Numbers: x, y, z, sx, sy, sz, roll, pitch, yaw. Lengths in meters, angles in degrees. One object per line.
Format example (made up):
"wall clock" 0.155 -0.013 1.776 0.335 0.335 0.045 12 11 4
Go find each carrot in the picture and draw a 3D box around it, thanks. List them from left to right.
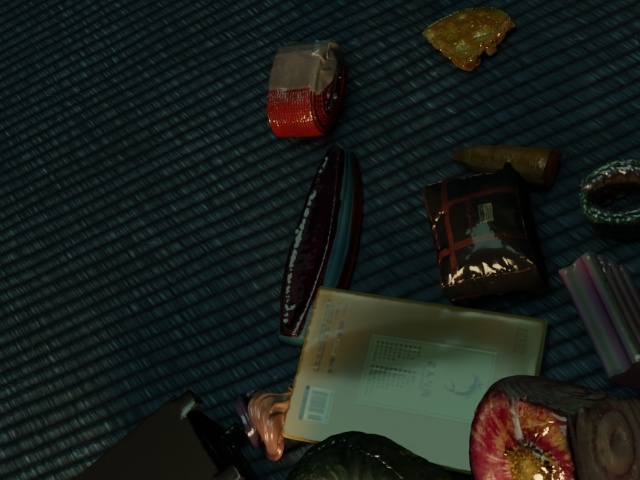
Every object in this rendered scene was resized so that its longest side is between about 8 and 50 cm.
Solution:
"carrot" 0.313 -0.136 1.858 0.205 0.072 0.072 13 71 39

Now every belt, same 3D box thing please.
"belt" -0.018 -0.294 2.068 0.124 0.128 0.201 1 68 27

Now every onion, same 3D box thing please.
"onion" 0.327 0.313 1.507 0.230 0.272 0.256 -11 61 40

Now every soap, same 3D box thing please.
"soap" 0.443 0.120 1.604 0.065 0.122 0.203 -41 48 29

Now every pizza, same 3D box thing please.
"pizza" 0.272 -0.373 2.012 0.175 0.046 0.134 3 65 29

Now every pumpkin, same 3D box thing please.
"pumpkin" 0.083 0.433 1.544 0.327 0.257 0.291 14 66 27

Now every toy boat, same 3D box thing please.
"toy boat" 0.000 0.000 1.940 0.136 0.079 0.392 4 69 27

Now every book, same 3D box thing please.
"book" 0.150 0.221 1.714 0.389 0.032 0.269 9 69 18

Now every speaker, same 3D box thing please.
"speaker" -0.223 0.417 1.756 0.254 0.184 0.232 -40 51 1

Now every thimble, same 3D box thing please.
"thimble" 0.484 -0.062 1.705 0.135 0.090 0.118 -12 59 22

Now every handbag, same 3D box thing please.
"handbag" 0.263 -0.007 1.750 0.169 0.155 0.215 -19 58 21

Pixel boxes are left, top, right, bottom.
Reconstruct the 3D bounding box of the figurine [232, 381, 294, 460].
"figurine" -0.065 0.293 1.786 0.157 0.114 0.126 -17 97 11
